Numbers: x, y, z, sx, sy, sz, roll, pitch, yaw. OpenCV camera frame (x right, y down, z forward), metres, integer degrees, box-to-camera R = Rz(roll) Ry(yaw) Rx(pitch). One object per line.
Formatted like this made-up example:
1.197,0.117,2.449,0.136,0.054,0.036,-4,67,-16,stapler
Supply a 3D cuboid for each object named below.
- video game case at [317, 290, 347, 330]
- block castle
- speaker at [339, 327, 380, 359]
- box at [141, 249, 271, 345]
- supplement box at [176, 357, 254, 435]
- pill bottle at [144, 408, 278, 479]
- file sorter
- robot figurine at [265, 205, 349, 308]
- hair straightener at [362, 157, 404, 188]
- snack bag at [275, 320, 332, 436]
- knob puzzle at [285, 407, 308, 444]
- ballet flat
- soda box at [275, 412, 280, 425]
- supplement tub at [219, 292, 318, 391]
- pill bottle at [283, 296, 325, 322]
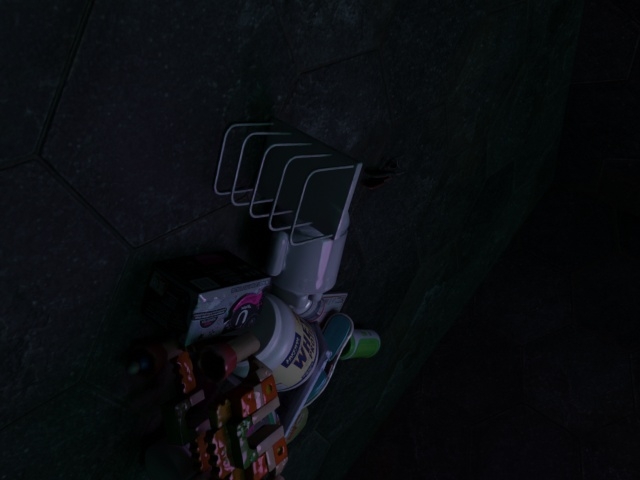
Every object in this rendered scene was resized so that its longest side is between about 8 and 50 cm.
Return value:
-0.015,0.311,2.161,0.204,0.025,0.285,5,112,-60,video game case
-0.272,0.449,1.422,0.213,0.303,0.452,-22,105,-58,block castle
0.136,0.407,2.393,0.131,0.131,0.297,-62,152,6,speaker
-0.266,0.132,1.431,0.247,0.163,0.142,-11,124,-54,box
-0.268,0.426,1.651,0.111,0.220,0.114,-55,152,-8,supplement box
-0.312,0.584,1.751,0.361,0.204,0.204,-23,135,-48,pill bottle
-0.086,-0.136,1.354,0.173,0.278,0.192,-13,128,-48,file sorter
-0.035,0.006,1.632,0.300,0.200,0.353,-23,130,-53,robot figurine
0.221,-0.230,1.996,0.230,0.047,0.089,-19,133,-51,hair straightener
-0.079,0.417,1.919,0.323,0.037,0.342,-62,-163,9,snack bag
-0.115,0.737,2.403,0.213,0.030,0.213,-39,145,-34,knob puzzle
-0.008,0.440,2.155,0.400,0.139,0.139,-56,152,-8,ballet flat
-0.209,0.642,2.124,0.183,0.063,0.058,11,108,-60,soda box
-0.157,0.278,1.673,0.235,0.235,0.325,-54,152,-10,supplement tub
-0.063,0.185,1.873,0.108,0.108,0.180,-56,151,-6,pill bottle
